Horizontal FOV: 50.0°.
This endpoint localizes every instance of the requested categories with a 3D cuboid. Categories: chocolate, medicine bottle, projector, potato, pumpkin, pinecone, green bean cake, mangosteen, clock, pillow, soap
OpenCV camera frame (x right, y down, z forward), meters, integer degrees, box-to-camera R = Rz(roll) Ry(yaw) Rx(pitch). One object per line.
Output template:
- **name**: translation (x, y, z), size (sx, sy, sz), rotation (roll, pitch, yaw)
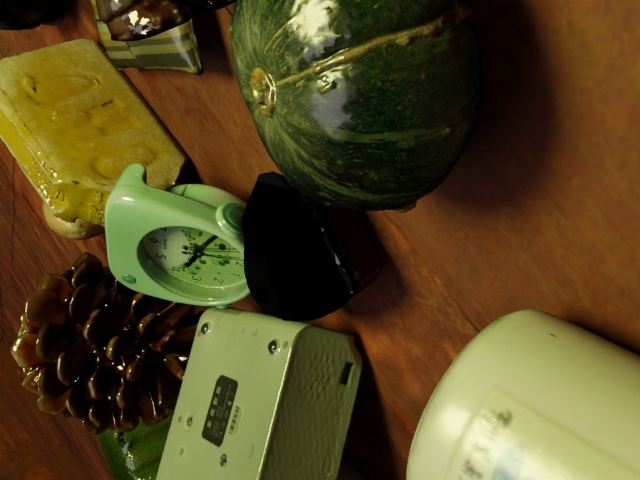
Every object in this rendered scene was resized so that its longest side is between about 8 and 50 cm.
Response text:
- **chocolate**: translation (0.000, 0.000, 0.621), size (0.125, 0.080, 0.149), rotation (18, 123, 31)
- **medicine bottle**: translation (0.206, 0.170, 0.389), size (0.293, 0.170, 0.170), rotation (27, 135, 38)
- **projector**: translation (-0.077, 0.204, 0.741), size (0.198, 0.108, 0.251), rotation (3, 77, 53)
- **potato**: translation (-0.379, -0.055, 1.067), size (0.147, 0.112, 0.112), rotation (16, 127, 56)
- **pumpkin**: translation (0.022, -0.112, 0.437), size (0.190, 0.146, 0.190), rotation (175, 90, -67)
- **pinecone**: translation (-0.265, 0.145, 0.951), size (0.264, 0.264, 0.264), rotation (33, 138, 35)
- **green bean cake**: translation (-0.282, 0.405, 1.228), size (0.247, 0.156, 0.250), rotation (-35, 78, 60)
- **mangosteen**: translation (-0.384, -0.320, 0.862), size (0.137, 0.137, 0.151), rotation (46, 179, 21)
- **clock**: translation (-0.125, 0.008, 0.749), size (0.210, 0.066, 0.159), rotation (15, 139, -3)
- **pillow**: translation (-0.193, -0.273, 0.688), size (0.208, 0.052, 0.212), rotation (17, 125, 49)
- **soap**: translation (-0.272, -0.115, 0.820), size (0.257, 0.160, 0.080), rotation (50, 144, 13)

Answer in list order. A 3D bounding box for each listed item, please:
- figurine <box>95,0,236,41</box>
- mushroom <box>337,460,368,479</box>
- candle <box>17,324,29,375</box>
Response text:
- **figurine**: translation (-0.151, -0.331, 0.455), size (0.206, 0.218, 0.365), rotation (-3, 118, 52)
- **mushroom**: translation (-0.020, 0.366, 0.803), size (0.207, 0.215, 0.207), rotation (45, 152, 33)
- **candle**: translation (-0.431, 0.157, 1.220), size (0.187, 0.187, 0.330), rotation (59, 146, 2)
